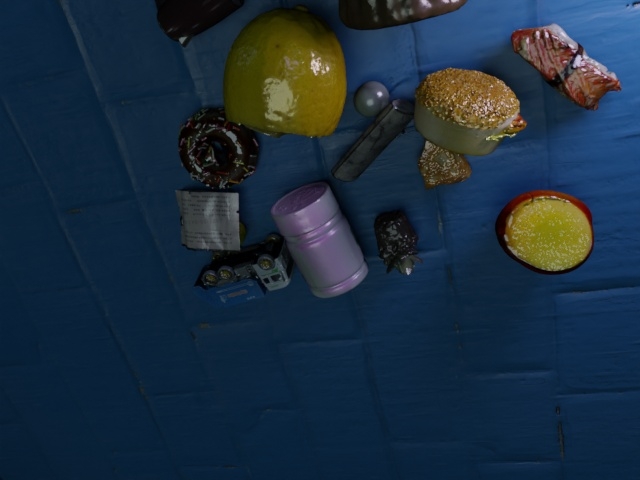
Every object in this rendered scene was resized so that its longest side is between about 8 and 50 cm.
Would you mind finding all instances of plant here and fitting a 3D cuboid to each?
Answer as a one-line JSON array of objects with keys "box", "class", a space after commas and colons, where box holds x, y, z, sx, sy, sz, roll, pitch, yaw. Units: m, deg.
[{"box": [0.245, 0.010, 1.926, 0.143, 0.131, 0.203, -21, 115, 17], "class": "plant"}]

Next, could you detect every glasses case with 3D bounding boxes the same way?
[{"box": [0.151, -0.290, 1.764, 0.299, 0.114, 0.060, -47, 63, 38], "class": "glasses case"}]

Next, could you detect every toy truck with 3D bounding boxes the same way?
[{"box": [-0.265, 0.109, 2.073, 0.367, 0.146, 0.175, -16, 123, 22], "class": "toy truck"}]

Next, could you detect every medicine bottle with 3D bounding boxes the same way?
[{"box": [0.000, 0.000, 1.918, 0.212, 0.212, 0.325, -19, 116, 20], "class": "medicine bottle"}]

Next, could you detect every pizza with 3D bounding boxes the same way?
[{"box": [0.361, -0.221, 1.817, 0.182, 0.062, 0.161, 26, 114, -11], "class": "pizza"}]

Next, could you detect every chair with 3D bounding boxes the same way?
[{"box": [0.238, -0.332, 1.783, 0.086, 0.037, 0.042, -24, 125, 18], "class": "chair"}]

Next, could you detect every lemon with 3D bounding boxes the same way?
[{"box": [-0.088, -0.452, 1.609, 0.364, 0.364, 0.364, 5, 120, 8], "class": "lemon"}]

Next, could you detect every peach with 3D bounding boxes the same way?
[{"box": [0.643, -0.022, 1.771, 0.275, 0.248, 0.245, 14, 160, -4], "class": "peach"}]

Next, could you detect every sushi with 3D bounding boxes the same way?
[{"box": [0.647, -0.465, 1.588, 0.332, 0.130, 0.124, 39, 124, -6], "class": "sushi"}]

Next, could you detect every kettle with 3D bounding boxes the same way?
[{"box": [-0.354, -0.666, 1.649, 0.232, 0.144, 0.202, -25, 93, 25], "class": "kettle"}]

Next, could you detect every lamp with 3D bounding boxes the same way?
[{"box": [0.146, -0.404, 1.723, 0.105, 0.105, 0.105, 5, 120, 8], "class": "lamp"}]

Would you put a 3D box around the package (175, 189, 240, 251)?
[{"box": [-0.380, -0.064, 1.993, 0.251, 0.062, 0.203, 4, 105, 28], "class": "package"}]

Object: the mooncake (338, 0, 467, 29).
[{"box": [0.194, -0.633, 1.460, 0.324, 0.324, 0.187, -5, 117, 13], "class": "mooncake"}]

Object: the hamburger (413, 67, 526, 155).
[{"box": [0.392, -0.356, 1.609, 0.294, 0.276, 0.179, 9, 129, -10], "class": "hamburger"}]

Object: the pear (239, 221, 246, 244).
[{"box": [-0.292, -0.021, 2.038, 0.092, 0.092, 0.097, 9, 162, 6], "class": "pear"}]

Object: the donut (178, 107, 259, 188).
[{"box": [-0.323, -0.283, 1.880, 0.270, 0.103, 0.269, 6, 120, 10], "class": "donut"}]
